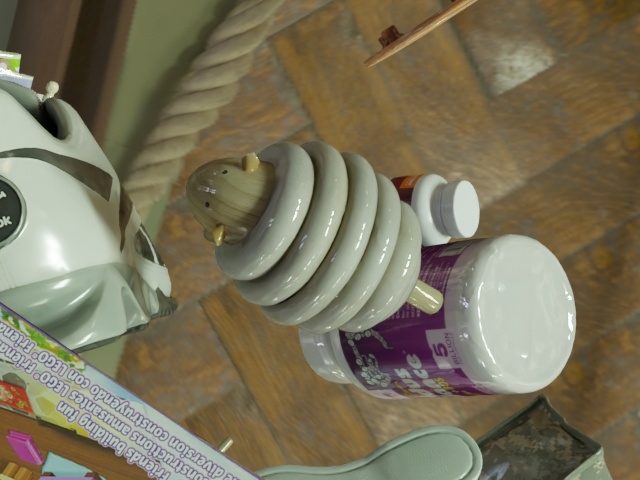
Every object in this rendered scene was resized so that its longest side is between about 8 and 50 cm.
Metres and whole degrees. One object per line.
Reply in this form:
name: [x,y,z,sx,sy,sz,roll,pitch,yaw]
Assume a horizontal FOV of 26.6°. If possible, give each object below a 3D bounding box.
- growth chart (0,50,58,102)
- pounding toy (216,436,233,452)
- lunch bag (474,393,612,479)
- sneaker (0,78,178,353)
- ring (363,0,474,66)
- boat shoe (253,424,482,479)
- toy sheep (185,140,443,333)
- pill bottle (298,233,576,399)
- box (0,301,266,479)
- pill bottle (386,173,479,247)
growth chart: [-0.424,-0.165,1.612,0.237,0.021,0.172,21,97,-38]
pounding toy: [-0.175,0.315,1.689,0.130,0.100,0.141,-20,59,12]
lunch bag: [0.245,0.386,1.771,0.287,0.169,0.235,-35,127,-10]
sneaker: [-0.149,-0.011,0.715,0.122,0.330,0.146,-17,89,-11]
ring: [0.195,-0.329,1.789,0.336,0.336,0.032,-34,94,-9]
boat shoe: [0.021,0.277,1.363,0.302,0.114,0.091,-11,140,-11]
toy sheep: [0.000,0.000,0.599,0.132,0.091,0.091,22,89,-24]
pill bottle: [0.116,0.091,1.493,0.169,0.301,0.169,7,78,-39]
box: [-0.181,0.090,0.439,0.293,0.057,0.201,34,81,4]
pill bottle: [0.100,-0.032,1.554,0.086,0.152,0.086,9,80,-57]
